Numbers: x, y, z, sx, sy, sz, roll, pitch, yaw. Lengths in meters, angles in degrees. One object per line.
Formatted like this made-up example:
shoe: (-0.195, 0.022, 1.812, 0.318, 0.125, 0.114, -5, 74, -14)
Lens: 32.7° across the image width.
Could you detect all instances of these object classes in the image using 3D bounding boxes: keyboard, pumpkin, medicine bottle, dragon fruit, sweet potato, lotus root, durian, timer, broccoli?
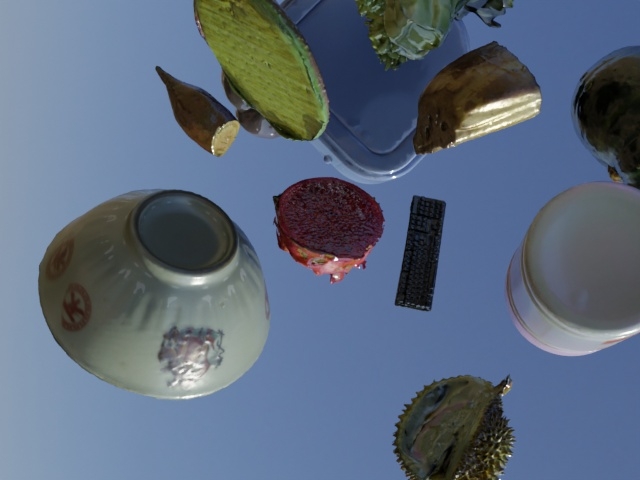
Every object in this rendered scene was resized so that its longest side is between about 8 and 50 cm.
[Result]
keyboard: (0.196, 0.022, 2.108, 0.023, 0.072, 0.231, 100, 1, -71)
pumpkin: (0.519, -0.163, 1.652, 0.207, 0.300, 0.300, -40, -140, 16)
medicine bottle: (0.363, 0.049, 1.493, 0.316, 0.202, 0.202, 66, 23, -79)
dragon fruit: (0.000, 0.000, 1.455, 0.111, 0.153, 0.153, 105, -24, -44)
sweet potato: (-0.132, -0.139, 1.125, 0.117, 0.049, 0.049, 47, -38, 11)
lotus root: (0.167, -0.157, 1.200, 0.095, 0.135, 0.159, 65, -20, -1)
durian: (0.239, 0.326, 1.799, 0.193, 0.237, 0.138, 45, -8, 47)
timer: (0.096, -0.322, 1.955, 0.173, 0.395, 0.395, 154, -62, -83)
broccoli: (0.147, -0.383, 1.480, 0.293, 0.348, 0.281, -10, -119, 28)

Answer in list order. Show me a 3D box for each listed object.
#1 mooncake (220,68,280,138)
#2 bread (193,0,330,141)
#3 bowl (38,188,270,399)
mooncake: (-0.069, -0.307, 2.088, 0.133, 0.245, 0.245, -116, -145, -60)
bread: (-0.082, -0.268, 1.602, 0.301, 0.045, 0.301, 45, -20, 21)
bowl: (-0.205, 0.033, 1.491, 0.157, 0.337, 0.337, 120, -34, -45)
